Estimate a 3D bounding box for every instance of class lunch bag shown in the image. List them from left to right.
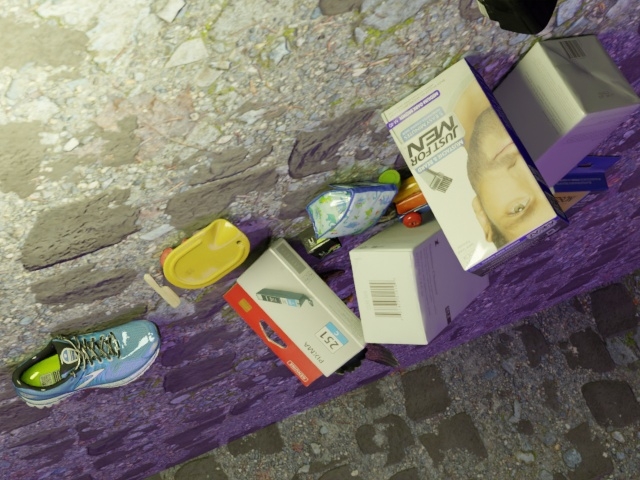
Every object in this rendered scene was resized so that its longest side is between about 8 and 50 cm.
[{"bbox_3d":[0.066,-0.073,1.885,0.129,0.096,0.151,-9,163,-40],"label":"lunch bag"}]

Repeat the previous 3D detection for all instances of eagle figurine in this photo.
[{"bbox_3d":[0.032,0.212,2.254,0.226,0.298,0.225,-22,161,-13],"label":"eagle figurine"}]

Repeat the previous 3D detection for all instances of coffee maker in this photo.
[{"bbox_3d":[0.281,-0.362,1.319,0.120,0.171,0.178,-50,156,13],"label":"coffee maker"}]

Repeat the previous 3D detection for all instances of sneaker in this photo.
[{"bbox_3d":[-0.495,0.257,1.961,0.330,0.129,0.147,-24,163,-7],"label":"sneaker"}]

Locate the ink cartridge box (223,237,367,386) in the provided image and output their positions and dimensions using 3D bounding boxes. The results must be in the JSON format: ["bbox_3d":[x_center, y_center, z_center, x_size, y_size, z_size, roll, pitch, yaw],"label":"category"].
[{"bbox_3d":[-0.069,0.179,2.053,0.261,0.296,0.066,-43,180,38],"label":"ink cartridge box"}]

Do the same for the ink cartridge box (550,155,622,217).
[{"bbox_3d":[0.662,-0.119,2.563,0.304,0.072,0.307,-5,153,-45],"label":"ink cartridge box"}]

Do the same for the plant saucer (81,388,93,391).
[{"bbox_3d":[-0.519,0.305,2.185,0.200,0.037,0.200,-24,160,-9],"label":"plant saucer"}]

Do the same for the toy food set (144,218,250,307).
[{"bbox_3d":[-0.242,0.025,1.803,0.218,0.071,0.128,-33,135,13],"label":"toy food set"}]

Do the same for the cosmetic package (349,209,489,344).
[{"bbox_3d":[0.230,0.064,2.049,0.156,0.217,0.385,-1,-162,33],"label":"cosmetic package"}]

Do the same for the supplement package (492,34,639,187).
[{"bbox_3d":[0.440,-0.237,1.820,0.177,0.175,0.293,-14,157,-35],"label":"supplement package"}]

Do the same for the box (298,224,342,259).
[{"bbox_3d":[0.000,0.000,2.047,0.062,0.052,0.083,-32,159,12],"label":"box"}]

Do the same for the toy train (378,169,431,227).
[{"bbox_3d":[0.162,-0.097,1.967,0.248,0.105,0.143,-25,146,17],"label":"toy train"}]

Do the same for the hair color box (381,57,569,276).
[{"bbox_3d":[0.269,-0.128,1.635,0.185,0.339,0.110,-33,160,19],"label":"hair color box"}]
